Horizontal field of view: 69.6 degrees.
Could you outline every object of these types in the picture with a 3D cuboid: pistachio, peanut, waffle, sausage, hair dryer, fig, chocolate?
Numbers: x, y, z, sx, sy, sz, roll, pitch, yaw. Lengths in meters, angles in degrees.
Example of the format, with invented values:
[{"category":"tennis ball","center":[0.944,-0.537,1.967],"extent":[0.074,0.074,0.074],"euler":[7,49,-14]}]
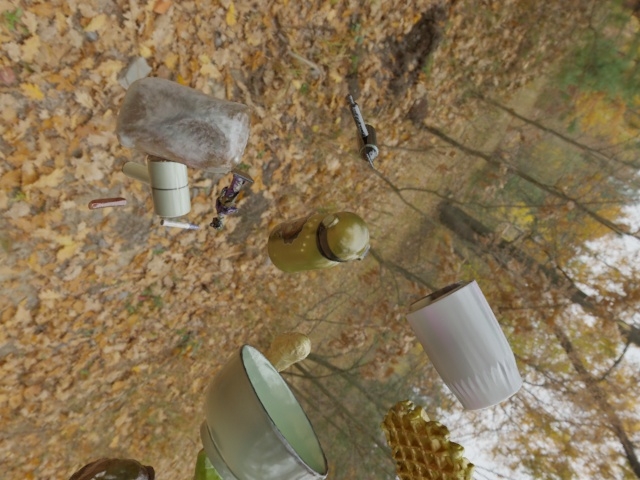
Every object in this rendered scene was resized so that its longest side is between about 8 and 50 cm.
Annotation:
[{"category":"pistachio","center":[-0.490,0.570,1.068],"extent":[0.210,0.165,0.131],"euler":[-2,126,-38]},{"category":"peanut","center":[-0.169,0.500,2.080],"extent":[0.318,0.148,0.147],"euler":[-36,178,36]},{"category":"waffle","center":[0.236,0.464,1.034],"extent":[0.057,0.219,0.229],"euler":[-20,180,-36]},{"category":"sausage","center":[-0.736,-0.130,1.599],"extent":[0.030,0.035,0.147],"euler":[-46,168,27]},{"category":"hair dryer","center":[0.142,-0.408,1.666],"extent":[0.196,0.077,0.248],"euler":[-91,157,-47]},{"category":"fig","center":[-0.299,0.708,1.309],"extent":[0.206,0.205,0.275],"euler":[-33,126,-55]},{"category":"hair dryer","center":[-0.607,-0.225,1.645],"extent":[0.128,0.361,0.203],"euler":[-26,126,-45]},{"category":"chocolate","center":[-0.322,-0.273,1.071],"extent":[0.100,0.303,0.185],"euler":[-112,-143,-89]}]

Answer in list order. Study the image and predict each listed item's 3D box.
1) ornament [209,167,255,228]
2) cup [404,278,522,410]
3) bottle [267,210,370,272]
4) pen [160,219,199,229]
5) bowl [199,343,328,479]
[{"category":"ornament","center":[-0.281,-0.125,1.445],"extent":[0.203,0.081,0.088],"euler":[-67,-152,13]},{"category":"cup","center":[0.457,0.322,1.471],"extent":[0.253,0.372,0.253],"euler":[-27,172,-4]},{"category":"bottle","center":[0.000,0.000,1.365],"extent":[0.171,0.172,0.351],"euler":[-43,-162,-34]},{"category":"pen","center":[-0.593,-0.066,1.952],"extent":[0.025,0.025,0.204],"euler":[-56,153,14]},{"category":"bowl","center":[-0.154,0.441,1.077],"extent":[0.185,0.354,0.354],"euler":[-36,165,-2]}]
